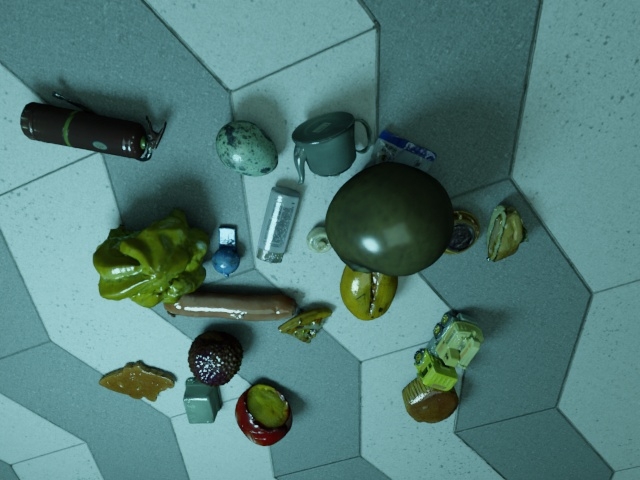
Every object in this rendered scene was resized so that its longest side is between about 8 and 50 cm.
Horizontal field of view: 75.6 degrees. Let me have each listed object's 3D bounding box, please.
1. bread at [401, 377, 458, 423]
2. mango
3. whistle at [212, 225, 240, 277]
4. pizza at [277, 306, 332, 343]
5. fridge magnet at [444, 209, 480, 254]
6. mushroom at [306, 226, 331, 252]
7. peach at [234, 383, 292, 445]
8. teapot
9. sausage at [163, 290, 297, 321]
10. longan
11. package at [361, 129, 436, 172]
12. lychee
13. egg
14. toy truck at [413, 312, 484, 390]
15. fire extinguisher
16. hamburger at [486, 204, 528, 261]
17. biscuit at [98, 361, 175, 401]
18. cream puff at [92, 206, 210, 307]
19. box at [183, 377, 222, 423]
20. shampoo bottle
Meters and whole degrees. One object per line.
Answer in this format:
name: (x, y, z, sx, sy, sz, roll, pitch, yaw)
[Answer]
bread: (0.401, 0.579, 1.499, 0.199, 0.104, 0.199, -1, 119, -1)
mango: (0.147, 0.114, 1.246, 0.177, 0.120, 0.295, 0, 118, 0)
whistle: (-0.283, 0.044, 1.234, 0.090, 0.090, 0.158, 3, 118, -1)
pizza: (-0.055, 0.298, 1.364, 0.184, 0.036, 0.176, -9, 132, -23)
fridge magnet: (0.396, -0.020, 1.206, 0.143, 0.063, 0.143, -1, 115, -1)
mushroom: (0.000, 0.000, 1.217, 0.083, 0.067, 0.084, -2, 114, -5)
peach: (-0.204, 0.622, 1.483, 0.190, 0.196, 0.226, -28, 122, -22)
teapot: (0.033, -0.231, 1.059, 0.239, 0.162, 0.149, -32, 126, -16)
sausage: (-0.285, 0.208, 1.314, 0.419, 0.094, 0.094, 4, 157, -2)
longan: (0.169, -0.049, 1.042, 0.319, 0.319, 0.319, 0, 118, 0)
package: (0.204, -0.195, 1.135, 0.171, 0.027, 0.173, 21, 121, -11)
lychee: (-0.349, 0.397, 1.364, 0.188, 0.188, 0.188, 0, 118, 0)
egg: (-0.186, -0.232, 1.061, 0.172, 0.132, 0.132, 28, 115, -27)
toy truck: (0.429, 0.377, 1.362, 0.124, 0.157, 0.272, 21, 116, -10)
fire extinguisher: (-0.562, -0.286, 1.049, 0.341, 0.105, 0.141, 10, 119, -2)
hamburger: (0.543, -0.021, 1.198, 0.102, 0.087, 0.176, -2, 111, -12)
biscuit: (-0.671, 0.519, 1.512, 0.280, 0.043, 0.183, 0, 114, 6)
cream puff: (-0.472, 0.081, 1.156, 0.323, 0.270, 0.274, -19, 121, 12)
box: (-0.439, 0.598, 1.521, 0.124, 0.093, 0.172, -2, 118, 1)
shampoo bottle: (-0.126, -0.042, 1.202, 0.086, 0.056, 0.227, 13, 117, -8)
